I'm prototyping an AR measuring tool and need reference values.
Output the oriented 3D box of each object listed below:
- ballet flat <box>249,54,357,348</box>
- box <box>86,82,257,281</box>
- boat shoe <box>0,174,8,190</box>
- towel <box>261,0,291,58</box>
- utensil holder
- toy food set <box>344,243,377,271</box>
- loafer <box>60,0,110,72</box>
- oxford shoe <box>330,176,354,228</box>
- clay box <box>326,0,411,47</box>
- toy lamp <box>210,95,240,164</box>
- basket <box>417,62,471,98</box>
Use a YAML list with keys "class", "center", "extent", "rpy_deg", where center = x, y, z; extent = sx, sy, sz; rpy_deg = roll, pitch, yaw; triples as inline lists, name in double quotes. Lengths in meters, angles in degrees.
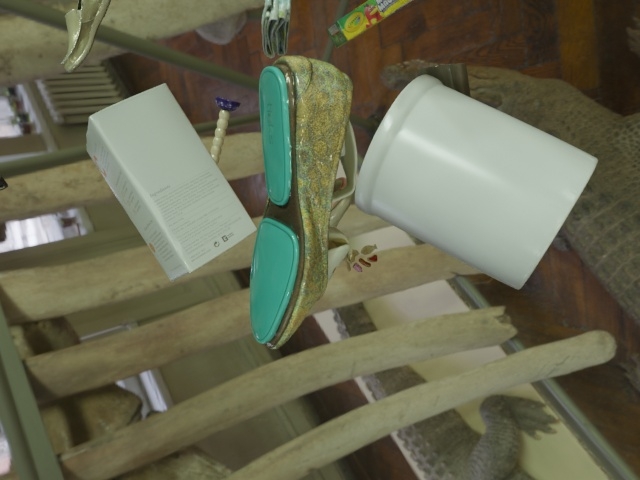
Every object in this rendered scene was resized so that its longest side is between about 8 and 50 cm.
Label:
- class: "ballet flat"
  center: [-0.015, -0.033, 0.627]
  extent: [0.123, 0.123, 0.348]
  rpy_deg: [26, 117, 48]
- class: "box"
  center: [-0.318, -0.108, 1.113]
  extent: [0.345, 0.168, 0.215]
  rpy_deg: [58, 154, -6]
- class: "boat shoe"
  center: [-0.959, -0.103, 1.483]
  extent: [0.075, 0.206, 0.065]
  rpy_deg: [9, 148, 35]
- class: "towel"
  center: [-0.130, -0.791, 1.627]
  extent: [0.320, 0.090, 0.374]
  rpy_deg: [151, 122, -82]
- class: "utensil holder"
  center: [0.319, -0.120, 1.123]
  extent: [0.385, 0.327, 0.327]
  rpy_deg: [31, 131, 19]
- class: "toy food set"
  center: [0.130, 0.060, 1.682]
  extent: [0.019, 0.122, 0.078]
  rpy_deg: [-24, 80, 65]
- class: "loafer"
  center: [-0.708, -0.624, 1.560]
  extent: [0.102, 0.092, 0.268]
  rpy_deg: [9, 78, 55]
- class: "oxford shoe"
  center: [0.000, 0.000, 1.436]
  extent: [0.397, 0.147, 0.140]
  rpy_deg: [-54, 16, 35]
- class: "clay box"
  center: [0.127, -0.508, 1.162]
  extent: [0.053, 0.222, 0.127]
  rpy_deg: [56, 179, -17]
- class: "toy lamp"
  center: [-0.292, -0.258, 1.483]
  extent: [0.080, 0.080, 0.274]
  rpy_deg: [26, 105, 48]
- class: "basket"
  center: [0.336, -0.357, 1.449]
  extent: [0.204, 0.154, 0.226]
  rpy_deg: [17, 116, 58]
